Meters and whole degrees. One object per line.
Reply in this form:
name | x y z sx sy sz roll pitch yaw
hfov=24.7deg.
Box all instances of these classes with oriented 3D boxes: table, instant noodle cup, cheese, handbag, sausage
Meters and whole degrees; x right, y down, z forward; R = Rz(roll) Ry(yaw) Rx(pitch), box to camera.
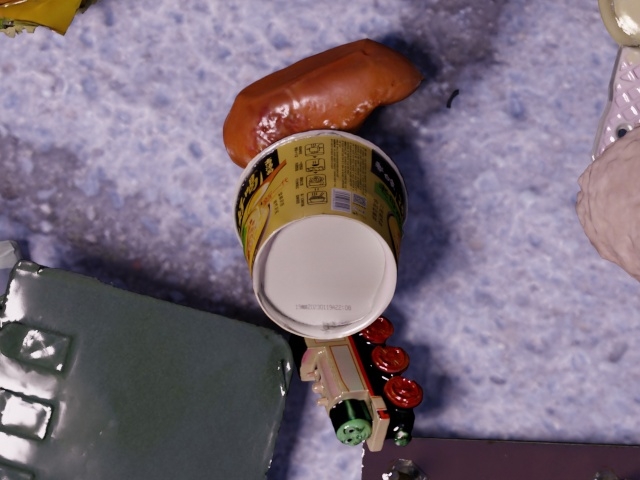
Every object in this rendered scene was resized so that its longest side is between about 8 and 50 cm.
table | 0.150 0.224 1.187 0.240 0.111 0.121 1 85 3
instant noodle cup | 0.000 0.000 1.182 0.151 0.122 0.151 0 116 0
cheese | 0.279 -0.183 1.251 0.127 0.050 0.255 17 85 3
handbag | -0.170 0.164 1.201 0.260 0.079 0.247 17 84 -8
sausage | 0.000 -0.116 1.240 0.179 0.089 0.089 -27 84 2

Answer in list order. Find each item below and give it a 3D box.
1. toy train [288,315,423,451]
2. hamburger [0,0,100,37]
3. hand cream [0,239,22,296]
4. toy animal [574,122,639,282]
toy train | 0.029 0.114 1.201 0.087 0.050 0.138 -5 44 -18
hamburger | -0.272 -0.283 1.241 0.262 0.138 0.243 20 84 4
hand cream | -0.262 0.127 1.249 0.079 0.048 0.255 -12 87 6
toy animal | 0.393 0.008 1.160 0.358 0.188 0.226 42 92 5
